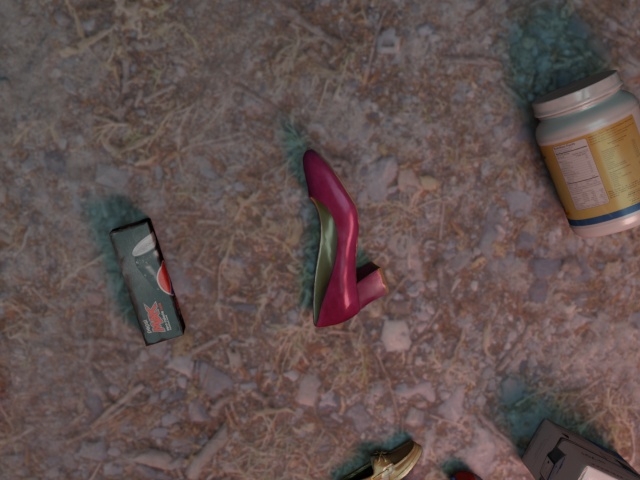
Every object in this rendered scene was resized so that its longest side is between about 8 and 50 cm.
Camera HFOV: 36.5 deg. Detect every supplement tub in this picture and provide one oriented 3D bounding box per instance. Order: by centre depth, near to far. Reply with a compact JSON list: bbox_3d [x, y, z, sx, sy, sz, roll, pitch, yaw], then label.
[{"bbox_3d":[0.384,-0.119,1.338,0.144,0.144,0.200,-23,98,-1],"label":"supplement tub"}]

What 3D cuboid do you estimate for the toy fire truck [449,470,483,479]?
[{"bbox_3d":[0.148,0.394,1.414,0.192,0.047,0.135,-41,117,2],"label":"toy fire truck"}]

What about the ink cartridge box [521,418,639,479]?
[{"bbox_3d":[0.385,0.343,1.374,0.139,0.191,0.082,26,94,-8],"label":"ink cartridge box"}]

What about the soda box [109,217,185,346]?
[{"bbox_3d":[-0.240,0.058,1.355,0.060,0.053,0.169,-17,99,-2],"label":"soda box"}]

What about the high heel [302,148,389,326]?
[{"bbox_3d":[0.000,0.000,1.355,0.117,0.082,0.244,-28,112,-11],"label":"high heel"}]

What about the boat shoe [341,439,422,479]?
[{"bbox_3d":[0.087,0.334,1.419,0.135,0.050,0.045,-39,104,1],"label":"boat shoe"}]
